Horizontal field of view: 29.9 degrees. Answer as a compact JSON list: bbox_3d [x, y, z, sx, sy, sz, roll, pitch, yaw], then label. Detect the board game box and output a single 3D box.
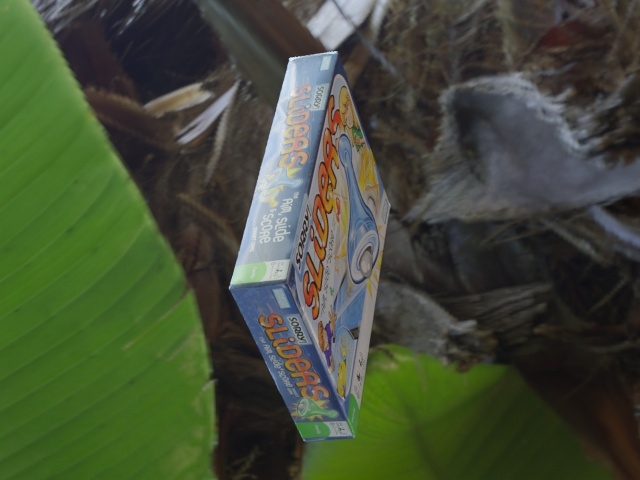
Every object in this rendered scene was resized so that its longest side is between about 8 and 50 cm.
[{"bbox_3d":[0.000,0.000,0.727,0.201,0.035,0.136,-79,-24,-43],"label":"board game box"}]
